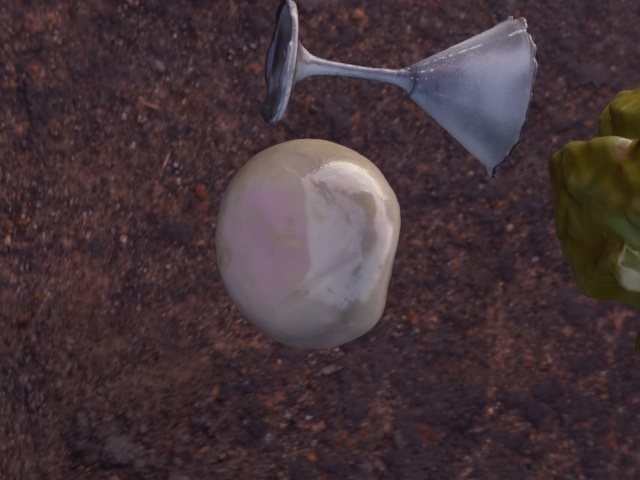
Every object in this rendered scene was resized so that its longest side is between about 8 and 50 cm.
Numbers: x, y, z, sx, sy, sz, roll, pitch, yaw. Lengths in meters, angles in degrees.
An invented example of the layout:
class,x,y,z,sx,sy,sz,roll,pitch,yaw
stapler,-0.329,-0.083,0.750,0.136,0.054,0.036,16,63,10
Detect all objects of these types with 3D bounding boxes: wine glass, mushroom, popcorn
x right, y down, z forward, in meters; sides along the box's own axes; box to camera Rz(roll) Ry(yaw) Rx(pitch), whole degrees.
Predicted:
class,x,y,z,sx,sy,sz,roll,pitch,yaw
wine glass,0.068,-0.153,0.905,0.232,0.156,0.156,6,73,-12
mushroom,0.000,0.000,1.108,0.202,0.246,0.246,-9,77,-40
popcorn,0.324,-0.020,0.709,0.282,0.282,0.247,-27,100,-23
